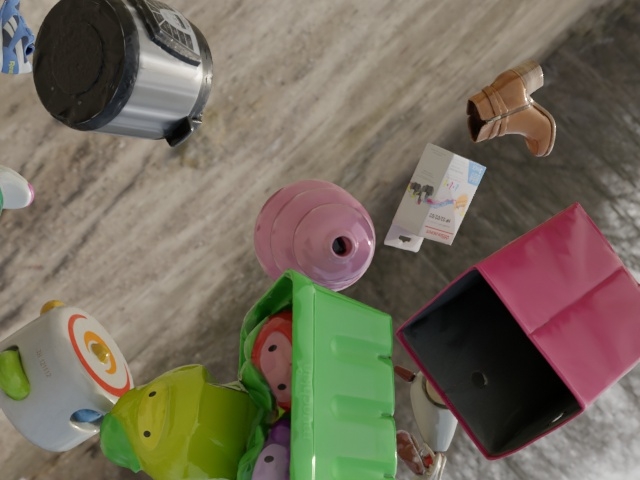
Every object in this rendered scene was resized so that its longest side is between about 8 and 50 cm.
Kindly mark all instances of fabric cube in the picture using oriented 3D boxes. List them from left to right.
[{"bbox_3d":[0.328,0.142,1.438,0.258,0.259,0.254,-27,166,-36],"label":"fabric cube"}]

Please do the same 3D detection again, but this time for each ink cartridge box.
[{"bbox_3d":[0.187,-0.058,1.521,0.104,0.062,0.181,13,104,-48],"label":"ink cartridge box"}]

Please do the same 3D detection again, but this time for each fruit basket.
[{"bbox_3d":[-0.102,0.244,1.251,0.392,0.392,0.283,-41,177,-31],"label":"fruit basket"}]

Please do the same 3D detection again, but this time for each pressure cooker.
[{"bbox_3d":[-0.498,-0.457,2.466,0.420,0.376,0.369,2,101,-57],"label":"pressure cooker"}]

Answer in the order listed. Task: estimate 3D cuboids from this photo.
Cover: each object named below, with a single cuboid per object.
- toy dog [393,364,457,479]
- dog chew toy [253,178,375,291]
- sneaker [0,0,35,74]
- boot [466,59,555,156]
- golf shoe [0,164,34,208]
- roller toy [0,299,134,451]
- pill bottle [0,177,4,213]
[{"bbox_3d":[0.204,0.394,1.970,0.220,0.161,0.333,83,25,-60],"label":"toy dog"},{"bbox_3d":[0.000,0.000,1.570,0.206,0.206,0.332,-43,-169,-6],"label":"dog chew toy"},{"bbox_3d":[-0.468,-0.313,1.423,0.059,0.144,0.053,6,155,-21],"label":"sneaker"},{"bbox_3d":[0.331,-0.207,1.640,0.152,0.197,0.073,-33,-148,-19],"label":"boot"},{"bbox_3d":[-0.842,-0.133,2.204,0.140,0.306,0.115,-100,-150,-65],"label":"golf shoe"},{"bbox_3d":[-0.374,0.198,1.373,0.146,0.191,0.209,-33,-163,7],"label":"roller toy"},{"bbox_3d":[-0.534,0.048,1.140,0.204,0.204,0.361,-46,-151,43],"label":"pill bottle"}]
